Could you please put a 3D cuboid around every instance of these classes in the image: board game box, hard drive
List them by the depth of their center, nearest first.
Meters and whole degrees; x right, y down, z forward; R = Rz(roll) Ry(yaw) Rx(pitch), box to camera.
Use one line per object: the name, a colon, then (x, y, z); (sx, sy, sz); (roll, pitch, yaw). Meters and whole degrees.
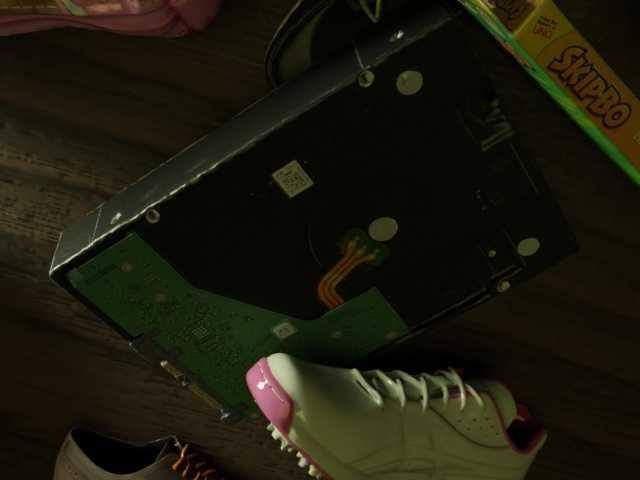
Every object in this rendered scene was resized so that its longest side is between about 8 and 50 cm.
board game box: (0.173, -0.095, 0.474); (0.259, 0.124, 0.039); (32, 110, -27)
hard drive: (0.000, 0.000, 0.561); (0.339, 0.064, 0.237); (-32, 124, 14)

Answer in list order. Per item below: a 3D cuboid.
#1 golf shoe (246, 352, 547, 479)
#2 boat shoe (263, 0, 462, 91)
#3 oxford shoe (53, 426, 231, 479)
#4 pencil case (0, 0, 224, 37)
golf shoe: (0.074, 0.145, 0.594); (0.306, 0.115, 0.140); (35, 98, -36)
boat shoe: (0.051, -0.179, 0.524); (0.233, 0.079, 0.084); (-31, 105, 16)
oxford shoe: (-0.126, 0.248, 0.683); (0.271, 0.097, 0.098); (12, 104, 1)
pencil case: (-0.262, -0.211, 0.498); (0.386, 0.160, 0.167); (-3, 120, 6)
